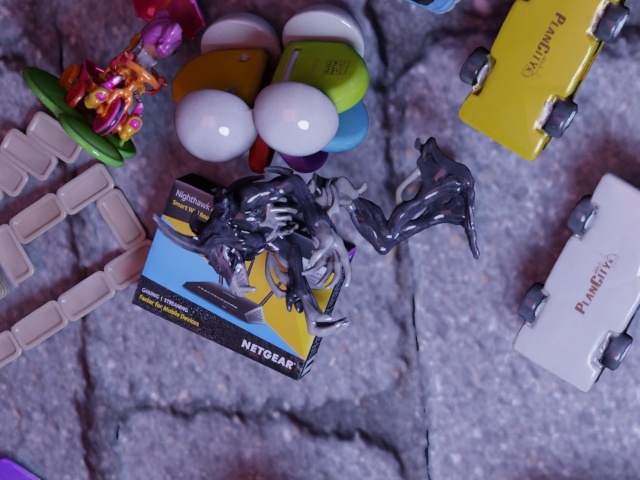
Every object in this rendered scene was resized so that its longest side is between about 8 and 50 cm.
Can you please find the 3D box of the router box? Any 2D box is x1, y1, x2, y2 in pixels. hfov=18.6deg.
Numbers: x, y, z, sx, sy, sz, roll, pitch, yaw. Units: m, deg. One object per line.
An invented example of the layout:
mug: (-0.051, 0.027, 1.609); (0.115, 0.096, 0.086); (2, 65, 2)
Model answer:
router box: (-0.072, 0.033, 1.827); (0.179, 0.046, 0.133); (24, 107, 12)

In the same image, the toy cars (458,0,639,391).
toy cars: (0.224, -0.070, 1.682); (0.176, 0.087, 0.393); (-9, 100, 27)

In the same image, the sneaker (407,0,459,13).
sneaker: (0.058, -0.264, 1.710); (0.162, 0.073, 0.063); (43, 112, 8)

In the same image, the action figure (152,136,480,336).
action figure: (0.000, 0.000, 1.698); (0.276, 0.164, 0.141); (-12, 72, -1)

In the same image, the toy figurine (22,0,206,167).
toy figurine: (-0.171, -0.167, 1.782); (0.130, 0.173, 0.159); (35, 101, -25)

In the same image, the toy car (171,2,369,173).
toy car: (-0.036, -0.119, 1.750); (0.182, 0.159, 0.136); (-4, 133, 21)

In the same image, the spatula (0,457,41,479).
spatula: (-0.378, 0.198, 1.988); (0.296, 0.030, 0.084); (43, 114, 8)

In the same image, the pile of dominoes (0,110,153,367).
pile of dominoes: (-0.297, 0.000, 1.929); (0.251, 0.040, 0.196); (-32, 87, 15)
